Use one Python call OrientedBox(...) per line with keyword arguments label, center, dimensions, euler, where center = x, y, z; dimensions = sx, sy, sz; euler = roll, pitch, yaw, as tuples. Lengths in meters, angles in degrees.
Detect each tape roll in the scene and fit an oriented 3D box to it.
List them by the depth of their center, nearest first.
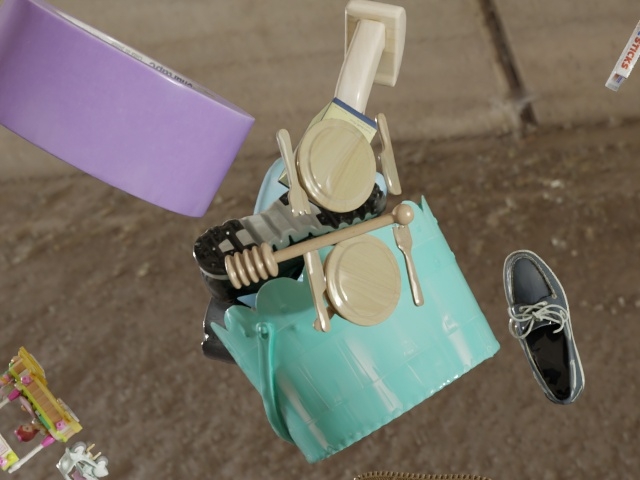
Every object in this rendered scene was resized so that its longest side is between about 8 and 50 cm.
OrientedBox(label="tape roll", center=(-0.145, -0.094, 0.930), dimensions=(0.080, 0.189, 0.189), euler=(-61, 30, 6))

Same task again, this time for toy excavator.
OrientedBox(label="toy excavator", center=(0.023, -0.077, 1.851), dimensions=(0.222, 0.445, 0.433), euler=(13, 23, 10))

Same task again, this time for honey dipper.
OrientedBox(label="honey dipper", center=(0.000, 0.000, 1.113), dimensions=(0.160, 0.030, 0.030), euler=(-20, 28, 8))

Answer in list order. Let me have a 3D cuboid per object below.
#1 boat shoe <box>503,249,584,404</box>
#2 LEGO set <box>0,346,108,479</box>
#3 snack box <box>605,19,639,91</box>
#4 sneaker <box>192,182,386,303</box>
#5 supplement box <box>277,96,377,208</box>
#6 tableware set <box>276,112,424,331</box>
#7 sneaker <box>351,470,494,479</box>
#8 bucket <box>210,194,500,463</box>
OrientedBox(label="boat shoe", center=(0.348, 0.137, 2.129), dimensions=(0.095, 0.254, 0.079), euler=(-15, -4, 14))
OrientedBox(label="LEGO set", center=(-0.389, 0.222, 1.744), dimensions=(0.107, 0.132, 0.287), euler=(-39, 41, -10))
OrientedBox(label="snack box", center=(0.452, -0.295, 1.886), dimensions=(0.178, 0.022, 0.064), euler=(-61, -6, -10))
OrientedBox(label="sneaker", center=(-0.034, 0.002, 1.498), dimensions=(0.234, 0.106, 0.078), euler=(-24, 58, -21))
OrientedBox(label="supplement box", center=(0.007, -0.090, 1.401), dimensions=(0.083, 0.056, 0.083), euler=(-62, 10, -20))
OrientedBox(label="tableware set", center=(0.019, -0.015, 1.248), dimensions=(0.128, 0.194, 0.039), euler=(-12, 0, -36))
OrientedBox(label="sneaker", center=(0.185, 0.428, 2.001), dimensions=(0.282, 0.153, 0.099), euler=(4, 42, 26))
OrientedBox(label="bucket", center=(0.042, 0.099, 1.436), dimensions=(0.281, 0.183, 0.281), euler=(-31, -5, -3))
